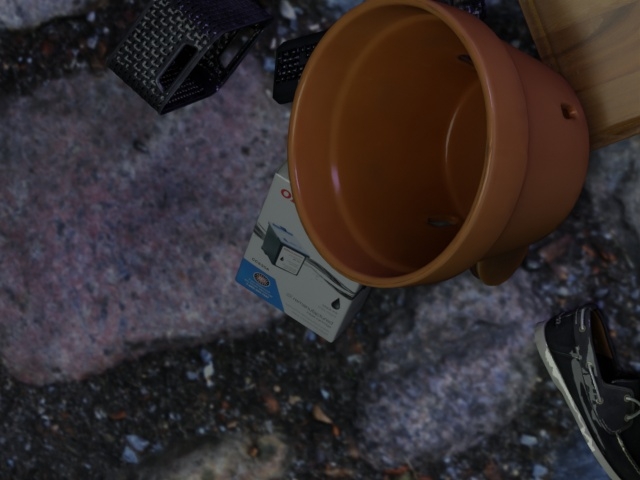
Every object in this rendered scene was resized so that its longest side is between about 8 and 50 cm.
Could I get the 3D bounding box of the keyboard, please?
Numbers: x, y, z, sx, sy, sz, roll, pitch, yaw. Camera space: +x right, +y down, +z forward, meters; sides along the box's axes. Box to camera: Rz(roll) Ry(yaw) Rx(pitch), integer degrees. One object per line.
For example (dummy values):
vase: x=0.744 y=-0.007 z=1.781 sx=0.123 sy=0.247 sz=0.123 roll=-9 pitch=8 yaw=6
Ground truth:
keyboard: x=0.019 y=-0.193 z=1.967 sx=0.192 sy=0.038 sz=0.100 roll=-11 pitch=72 yaw=37

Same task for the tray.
tray: x=0.422 y=-0.252 z=1.839 sx=0.411 sy=0.076 sz=0.202 roll=-20 pitch=96 yaw=23

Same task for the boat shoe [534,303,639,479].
boat shoe: x=0.320 y=0.181 z=1.972 sx=0.079 sy=0.084 sz=0.233 roll=-27 pitch=90 yaw=23

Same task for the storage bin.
storage bin: x=-0.142 y=-0.220 z=1.981 sx=0.084 sy=0.180 sz=0.122 roll=42 pitch=112 yaw=5

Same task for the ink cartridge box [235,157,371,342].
ink cartridge box: x=0.000 y=0.000 z=2.003 sx=0.140 sy=0.082 sz=0.190 roll=32 pitch=138 yaw=9

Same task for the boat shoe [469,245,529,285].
boat shoe: x=0.200 y=-0.056 z=1.970 sx=0.073 sy=0.073 sz=0.207 roll=34 pitch=113 yaw=49

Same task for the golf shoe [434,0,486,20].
golf shoe: x=0.120 y=-0.316 z=1.925 sx=0.094 sy=0.077 sz=0.198 roll=-3 pitch=101 yaw=20

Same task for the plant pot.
plant pot: x=0.135 y=-0.094 z=1.836 sx=0.291 sy=0.203 sz=0.290 roll=-4 pitch=84 yaw=48
